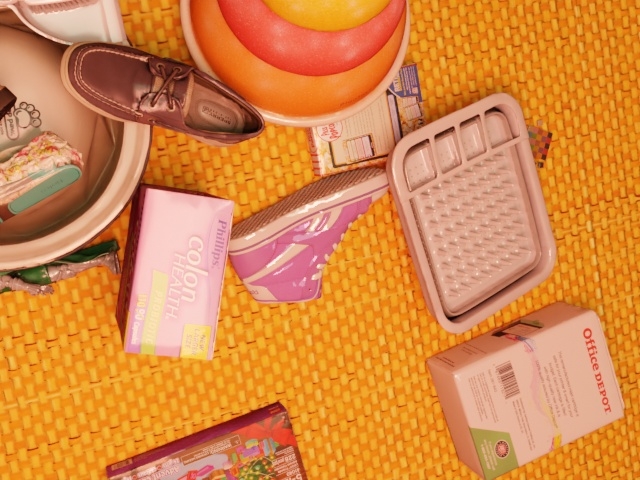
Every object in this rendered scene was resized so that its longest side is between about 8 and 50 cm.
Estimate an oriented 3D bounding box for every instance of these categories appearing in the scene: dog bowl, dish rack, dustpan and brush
[{"bbox_3d":[-0.441,-0.165,1.162,0.407,0.150,0.408,-1,95,-16],"label":"dog bowl"},{"bbox_3d":[0.238,-0.046,1.381,0.285,0.072,0.333,-27,107,-29],"label":"dish rack"},{"bbox_3d":[-0.359,-0.304,1.064,0.211,0.060,0.147,-14,98,-15],"label":"dustpan and brush"}]

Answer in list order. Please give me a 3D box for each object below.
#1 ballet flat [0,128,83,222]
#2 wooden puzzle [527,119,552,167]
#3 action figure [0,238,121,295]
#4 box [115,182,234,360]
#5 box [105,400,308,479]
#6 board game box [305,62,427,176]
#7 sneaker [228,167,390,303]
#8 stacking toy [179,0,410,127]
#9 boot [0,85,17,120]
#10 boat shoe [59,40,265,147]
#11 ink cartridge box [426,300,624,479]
[{"bbox_3d":[-0.415,-0.061,1.071,0.240,0.091,0.077,-30,72,-16],"label":"ballet flat"},{"bbox_3d":[0.374,-0.168,1.477,0.049,0.006,0.083,15,91,-17],"label":"wooden puzzle"},{"bbox_3d":[-0.406,0.049,1.216,0.232,0.137,0.064,-11,89,-6],"label":"action figure"},{"bbox_3d":[-0.212,0.034,1.200,0.117,0.243,0.214,8,94,-17],"label":"box"},{"bbox_3d":[-0.165,0.401,1.345,0.293,0.057,0.201,-19,101,-14],"label":"box"},{"bbox_3d":[0.072,-0.193,1.365,0.193,0.045,0.147,-13,99,-15],"label":"board game box"},{"bbox_3d":[-0.001,0.000,1.344,0.282,0.102,0.161,-27,109,-6],"label":"sneaker"},{"bbox_3d":[0.007,-0.365,1.087,0.350,0.480,0.351,2,83,-12],"label":"stacking toy"},{"bbox_3d":[-0.492,-0.152,1.040,0.137,0.077,0.198,44,69,-11],"label":"boot"},{"bbox_3d":[-0.195,-0.192,1.115,0.285,0.092,0.103,19,79,-41],"label":"boat shoe"},{"bbox_3d":[0.350,0.250,1.452,0.278,0.117,0.202,-21,101,-13],"label":"ink cartridge box"}]
